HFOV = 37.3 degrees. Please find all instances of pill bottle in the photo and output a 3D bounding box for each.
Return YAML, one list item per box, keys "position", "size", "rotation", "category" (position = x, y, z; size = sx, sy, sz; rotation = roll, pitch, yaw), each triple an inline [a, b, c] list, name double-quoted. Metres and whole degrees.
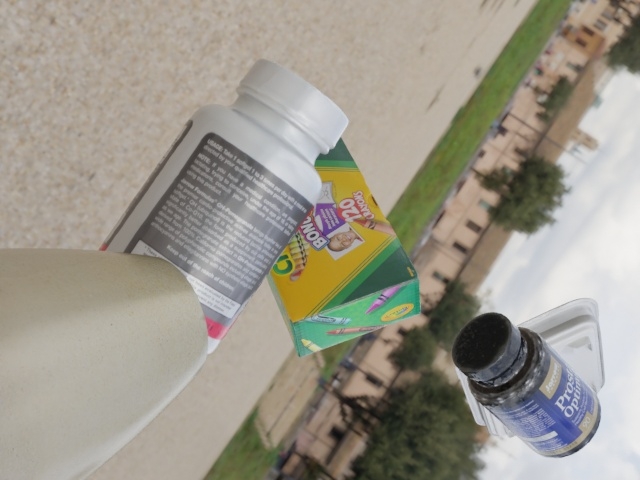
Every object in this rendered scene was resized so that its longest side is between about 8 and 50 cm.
- position: [0.277, 0.195, 1.290]
  size: [0.123, 0.219, 0.122]
  rotation: [-31, -145, 25]
  category: "pill bottle"
- position: [-0.109, -0.043, 1.090]
  size: [0.318, 0.176, 0.176]
  rotation: [-55, 176, -2]
  category: "pill bottle"

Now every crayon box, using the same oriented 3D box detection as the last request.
- position: [0.000, 0.000, 1.232]
  size: [0.165, 0.278, 0.081]
  rotation: [-19, 141, -8]
  category: "crayon box"

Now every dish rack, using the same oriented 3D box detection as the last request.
- position: [0.418, 0.262, 1.808]
  size: [0.286, 0.072, 0.333]
  rotation: [-25, 142, 1]
  category: "dish rack"

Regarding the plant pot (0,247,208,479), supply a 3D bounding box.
- position: [-0.243, 0.110, 0.833]
  size: [0.274, 0.256, 0.256]
  rotation: [-18, 149, -43]
  category: "plant pot"
